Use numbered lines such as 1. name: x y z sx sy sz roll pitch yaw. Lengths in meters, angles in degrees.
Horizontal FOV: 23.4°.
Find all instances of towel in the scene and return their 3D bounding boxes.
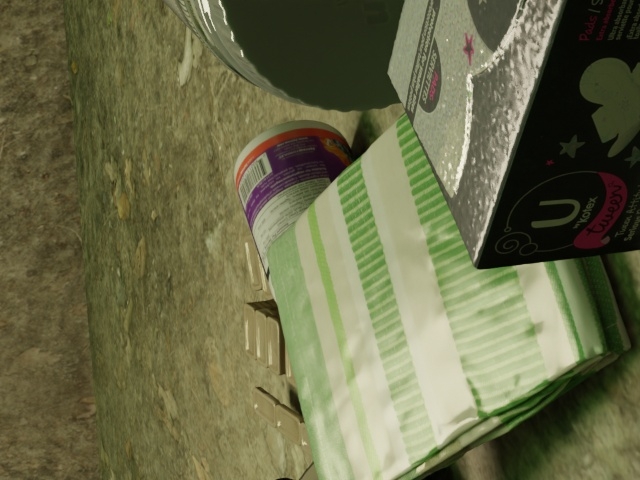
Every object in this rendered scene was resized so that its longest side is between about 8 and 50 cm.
1. towel: 0.072 0.039 1.073 0.325 0.038 0.248 -44 53 48

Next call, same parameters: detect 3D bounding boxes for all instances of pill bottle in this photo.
1. pill bottle: 0.000 0.000 1.302 0.108 0.108 0.193 104 154 -47

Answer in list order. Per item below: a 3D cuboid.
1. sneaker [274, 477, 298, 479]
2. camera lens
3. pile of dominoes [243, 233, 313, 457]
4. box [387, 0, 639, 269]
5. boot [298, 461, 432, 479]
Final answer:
1. sneaker: -0.017 0.345 1.481 0.283 0.107 0.124 -119 35 -51
2. camera lens: -0.014 -0.225 1.091 0.274 0.219 0.219 -130 38 -60
3. pile of dominoes: -0.008 0.107 1.519 0.251 0.040 0.196 25 119 60
4. box: 0.137 -0.130 0.778 0.247 0.142 0.163 104 153 -46
5. boot: 0.025 0.373 1.223 0.377 0.138 0.284 -61 35 24
